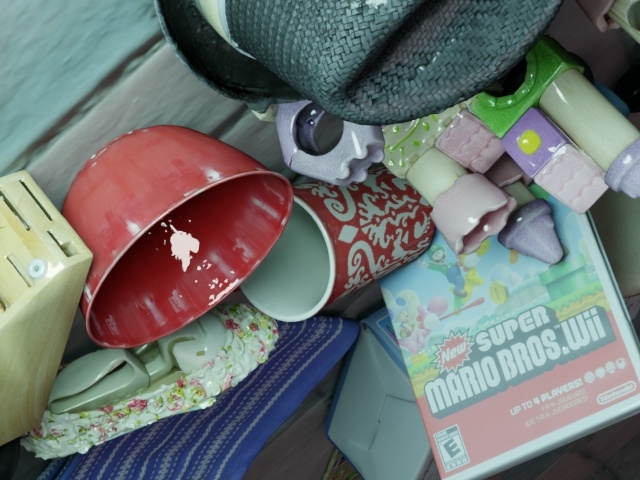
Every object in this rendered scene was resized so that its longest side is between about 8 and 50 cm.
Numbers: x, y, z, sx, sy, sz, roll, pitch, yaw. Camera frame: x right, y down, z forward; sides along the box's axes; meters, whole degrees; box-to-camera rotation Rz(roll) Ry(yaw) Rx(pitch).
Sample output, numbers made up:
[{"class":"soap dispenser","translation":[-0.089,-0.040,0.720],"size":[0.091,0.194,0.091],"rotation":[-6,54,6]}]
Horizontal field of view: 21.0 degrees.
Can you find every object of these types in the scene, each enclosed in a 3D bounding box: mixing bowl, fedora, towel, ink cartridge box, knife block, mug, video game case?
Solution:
[{"class":"mixing bowl","translation":[-0.120,-0.017,1.250],"size":[0.181,0.098,0.181],"rotation":[-35,157,-17]},{"class":"fedora","translation":[0.065,-0.186,1.094],"size":[0.334,0.152,0.334],"rotation":[-24,144,-19]},{"class":"towel","translation":[-0.109,0.165,1.700],"size":[0.243,0.040,0.336],"rotation":[-49,157,19]},{"class":"ink cartridge box","translation":[0.216,0.117,1.991],"size":[0.395,0.151,0.270],"rotation":[-28,155,-26]},{"class":"knife block","translation":[-0.246,0.094,1.271],"size":[0.276,0.088,0.242],"rotation":[-43,159,5]},{"class":"mug","translation":[0.002,-0.009,1.500],"size":[0.169,0.150,0.113],"rotation":[-21,115,-49]},{"class":"video game case","translation":[0.158,0.052,1.522],"size":[0.204,0.285,0.025],"rotation":[-27,154,20]}]

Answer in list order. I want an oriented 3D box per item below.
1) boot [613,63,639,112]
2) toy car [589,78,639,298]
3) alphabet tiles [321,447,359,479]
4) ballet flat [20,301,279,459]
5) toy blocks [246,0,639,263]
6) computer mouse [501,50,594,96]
[{"class":"boot","translation":[0.367,-0.169,1.842],"size":[0.121,0.045,0.099],"rotation":[-43,161,2]},{"class":"toy car","translation":[0.270,-0.027,1.773],"size":[0.219,0.210,0.238],"rotation":[-55,170,4]},{"class":"alphabet tiles","translation":[0.091,0.230,2.197],"size":[0.198,0.009,0.237],"rotation":[-28,155,-29]},{"class":"ballet flat","translation":[-0.145,0.108,1.443],"size":[0.241,0.091,0.077],"rotation":[-27,143,-13]},{"class":"toy blocks","translation":[0.172,-0.103,1.350],"size":[0.288,0.260,0.309],"rotation":[-48,157,20]},{"class":"computer mouse","translation":[0.159,-0.050,1.603],"size":[0.060,0.184,0.262],"rotation":[28,72,-57]}]
